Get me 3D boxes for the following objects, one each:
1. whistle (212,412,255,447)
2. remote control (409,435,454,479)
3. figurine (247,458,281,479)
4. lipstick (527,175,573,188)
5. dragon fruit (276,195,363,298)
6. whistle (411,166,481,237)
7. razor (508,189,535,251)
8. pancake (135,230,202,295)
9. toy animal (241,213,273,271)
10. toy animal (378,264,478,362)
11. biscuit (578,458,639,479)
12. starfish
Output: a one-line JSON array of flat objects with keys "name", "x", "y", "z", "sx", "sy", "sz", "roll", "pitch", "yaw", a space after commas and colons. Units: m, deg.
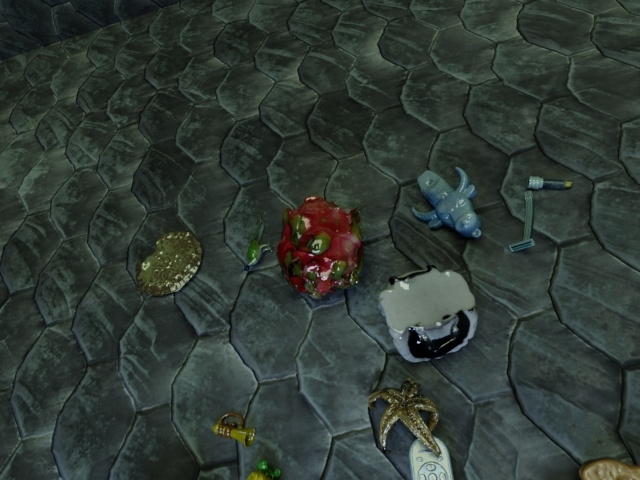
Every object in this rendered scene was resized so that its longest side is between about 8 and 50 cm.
[{"name": "whistle", "x": -0.209, "y": 0.449, "z": 1.093, "sx": 0.109, "sy": 0.046, "sz": 0.057, "roll": 9, "pitch": 76, "yaw": 27}, {"name": "remote control", "x": 0.234, "y": 0.527, "z": 0.922, "sx": 0.087, "sy": 0.047, "sz": 0.244, "roll": -6, "pitch": 56, "yaw": 7}, {"name": "figurine", "x": -0.118, "y": 0.566, "z": 0.979, "sx": 0.094, "sy": 0.115, "sz": 0.156, "roll": -34, "pitch": 27, "yaw": 32}, {"name": "lipstick", "x": 0.637, "y": -0.156, "z": 1.259, "sx": 0.116, "sy": 0.037, "sz": 0.037, "roll": 7, "pitch": 60, "yaw": 14}, {"name": "dragon fruit", "x": -0.003, "y": 0.009, "z": 1.211, "sx": 0.231, "sy": 0.237, "sz": 0.303, "roll": -4, "pitch": 44, "yaw": -12}, {"name": "whistle", "x": 0.357, "y": -0.102, "z": 1.262, "sx": 0.180, "sy": 0.093, "sz": 0.269, "roll": -45, "pitch": 53, "yaw": 15}, {"name": "razor", "x": 0.552, "y": -0.053, "z": 1.214, "sx": 0.068, "sy": 0.037, "sz": 0.191, "roll": -26, "pitch": 35, "yaw": 52}, {"name": "pancake", "x": -0.469, "y": 0.071, "z": 1.410, "sx": 0.212, "sy": 0.029, "sz": 0.235, "roll": 34, "pitch": 72, "yaw": 29}, {"name": "toy animal", "x": -0.176, "y": 0.004, "z": 1.369, "sx": 0.075, "sy": 0.041, "sz": 0.217, "roll": 0, "pitch": 54, "yaw": 17}, {"name": "toy animal", "x": 0.247, "y": 0.175, "z": 1.079, "sx": 0.208, "sy": 0.156, "sz": 0.204, "roll": -17, "pitch": 53, "yaw": -6}, {"name": "biscuit", "x": 0.560, "y": 0.567, "z": 0.802, "sx": 0.351, "sy": 0.057, "sz": 0.312, "roll": 32, "pitch": 70, "yaw": 28}, {"name": "starfish", "x": 0.182, "y": 0.387, "z": 0.982, "sx": 0.146, "sy": 0.074, "sz": 0.190, "roll": -25, "pitch": 35, "yaw": -10}]
